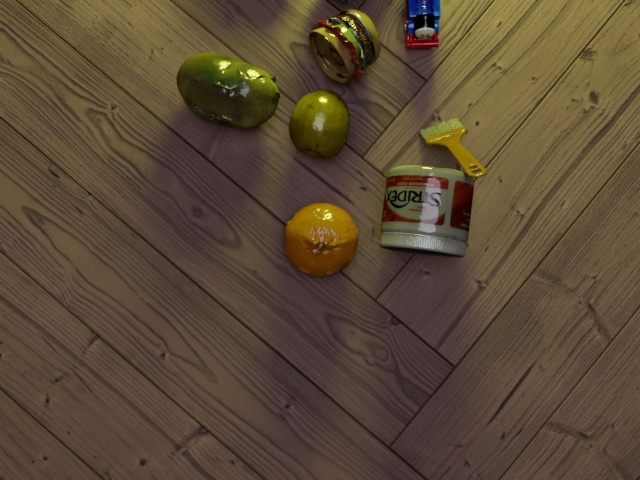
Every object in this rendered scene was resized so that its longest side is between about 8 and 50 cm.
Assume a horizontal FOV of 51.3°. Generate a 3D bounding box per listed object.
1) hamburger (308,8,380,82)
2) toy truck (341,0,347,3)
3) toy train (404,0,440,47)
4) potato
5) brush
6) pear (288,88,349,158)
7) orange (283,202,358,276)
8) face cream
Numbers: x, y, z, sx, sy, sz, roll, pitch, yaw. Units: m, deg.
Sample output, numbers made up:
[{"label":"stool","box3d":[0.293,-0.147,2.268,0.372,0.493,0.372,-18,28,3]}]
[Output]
[{"label":"hamburger","box3d":[0.065,-0.472,1.589,0.137,0.175,0.175,-40,87,-15]},{"label":"toy truck","box3d":[0.094,-0.725,1.598,0.124,0.155,0.268,33,83,2]},{"label":"toy train","box3d":[0.245,-0.578,1.601,0.083,0.131,0.204,-2,86,0]},{"label":"potato","box3d":[-0.224,-0.356,1.589,0.248,0.143,0.169,23,76,3]},{"label":"brush","box3d":[0.316,-0.211,1.537,0.103,0.272,0.013,-19,125,-1]},{"label":"pear","box3d":[-0.003,-0.276,1.578,0.149,0.149,0.162,8,80,1]},{"label":"orange","box3d":[0.000,-0.002,1.561,0.177,0.155,0.177,1,75,-5]},{"label":"face cream","box3d":[0.244,-0.065,1.534,0.201,0.201,0.187,7,87,1]}]
